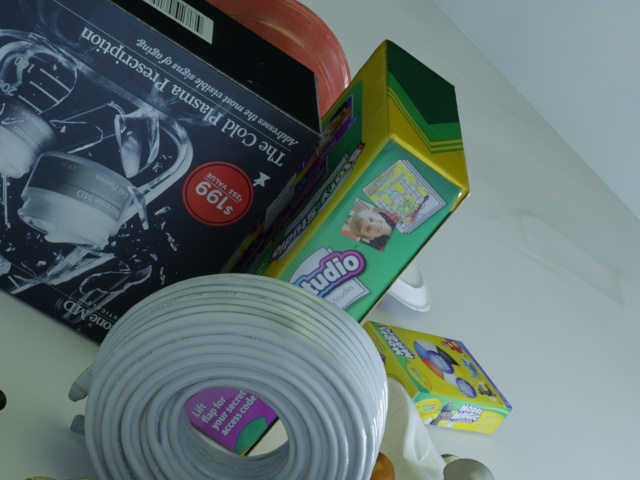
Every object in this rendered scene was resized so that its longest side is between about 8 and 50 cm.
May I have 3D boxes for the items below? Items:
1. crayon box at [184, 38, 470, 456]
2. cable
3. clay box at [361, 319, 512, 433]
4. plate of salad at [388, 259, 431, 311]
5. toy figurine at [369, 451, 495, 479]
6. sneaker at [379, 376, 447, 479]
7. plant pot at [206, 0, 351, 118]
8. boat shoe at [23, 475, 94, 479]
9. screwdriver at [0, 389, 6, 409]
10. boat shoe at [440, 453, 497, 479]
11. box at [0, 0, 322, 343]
[{"bbox_3d":[0.000,0.000,1.569,0.106,0.363,0.313,34,21,-13],"label":"crayon box"},{"bbox_3d":[-0.073,0.149,1.287,0.257,0.257,0.089,33,27,-9],"label":"cable"},{"bbox_3d":[0.126,0.168,1.868,0.222,0.053,0.127,16,29,-47],"label":"clay box"},{"bbox_3d":[0.078,0.025,2.100,0.200,0.048,0.200,42,20,-20],"label":"plate of salad"},{"bbox_3d":[0.100,0.298,1.413,0.209,0.148,0.213,20,27,-39],"label":"toy figurine"},{"bbox_3d":[0.106,0.248,1.650,0.094,0.080,0.212,25,34,-43],"label":"sneaker"},{"bbox_3d":[-0.111,-0.138,1.863,0.272,0.272,0.265,34,29,-11],"label":"plant pot"},{"bbox_3d":[-0.220,0.216,1.191,0.059,0.063,0.170,45,12,24],"label":"boat shoe"},{"bbox_3d":[-0.321,0.143,1.234,0.025,0.024,0.170,16,13,34],"label":"screwdriver"},{"bbox_3d":[0.180,0.292,1.713,0.135,0.050,0.045,30,48,-13],"label":"boat shoe"},{"bbox_3d":[-0.224,-0.104,1.490,0.343,0.312,0.179,31,22,-17],"label":"box"}]
